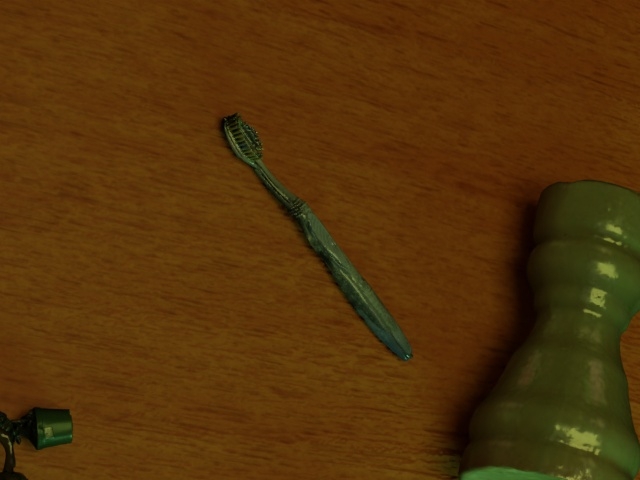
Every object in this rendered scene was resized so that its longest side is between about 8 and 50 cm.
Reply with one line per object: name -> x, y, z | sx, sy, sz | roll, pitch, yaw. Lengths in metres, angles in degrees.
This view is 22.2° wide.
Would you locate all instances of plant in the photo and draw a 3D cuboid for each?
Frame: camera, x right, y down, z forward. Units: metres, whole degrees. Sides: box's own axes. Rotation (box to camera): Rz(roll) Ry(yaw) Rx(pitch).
plant -> -0.341, 0.220, 1.897 | 0.102, 0.051, 0.051 | -1, 83, -17

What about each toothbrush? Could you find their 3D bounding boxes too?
toothbrush -> 0.000, 0.000, 2.137 | 0.035, 0.042, 0.413 | -46, 108, -28

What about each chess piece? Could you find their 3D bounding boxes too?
chess piece -> 0.349, 0.147, 2.226 | 0.234, 0.234, 0.442 | 27, 65, -25

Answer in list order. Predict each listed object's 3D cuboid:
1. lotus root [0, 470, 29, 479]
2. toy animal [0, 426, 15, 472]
lotus root -> -0.371, 0.446, 1.750 | 0.196, 0.179, 0.397 | 22, 83, -36
toy animal -> -0.465, 0.228, 1.805 | 0.214, 0.094, 0.186 | -37, 111, -29
